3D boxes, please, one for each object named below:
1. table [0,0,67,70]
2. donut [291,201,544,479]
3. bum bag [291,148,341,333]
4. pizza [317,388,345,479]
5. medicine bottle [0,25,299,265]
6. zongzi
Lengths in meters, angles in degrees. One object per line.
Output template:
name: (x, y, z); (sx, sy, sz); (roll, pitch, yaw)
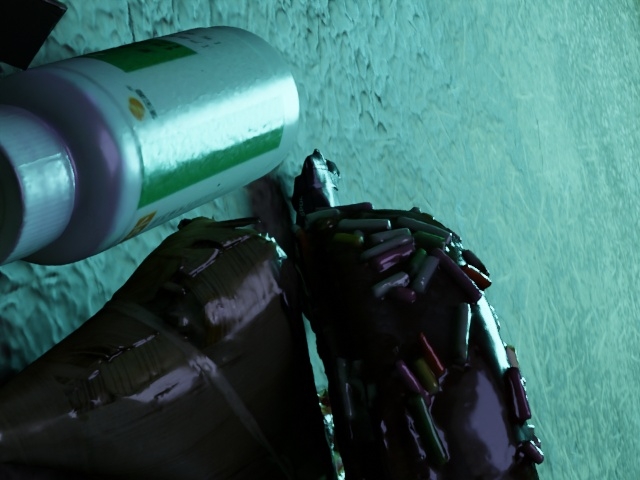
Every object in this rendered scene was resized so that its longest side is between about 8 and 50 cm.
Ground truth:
table: (-0.186, -0.175, 0.660); (0.175, 0.062, 0.146); (21, 56, -23)
donut: (0.055, 0.103, 0.827); (0.270, 0.103, 0.270); (167, -90, -88)
bum bag: (-0.001, 0.000, 0.995); (0.058, 0.034, 0.124); (38, 46, -65)
pizza: (0.009, 0.146, 0.963); (0.100, 0.029, 0.099); (-21, 99, -63)
medicine bottle: (-0.100, -0.048, 0.752); (0.260, 0.095, 0.095); (-31, 107, -64)
zongzi: (-0.081, 0.107, 0.751); (0.197, 0.099, 0.194); (-39, 128, -35)
